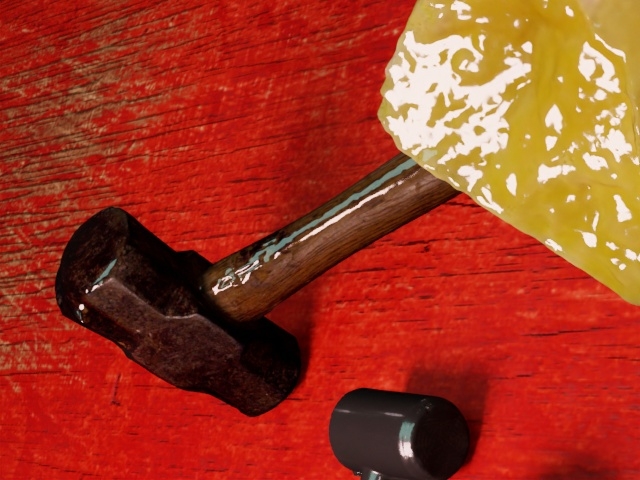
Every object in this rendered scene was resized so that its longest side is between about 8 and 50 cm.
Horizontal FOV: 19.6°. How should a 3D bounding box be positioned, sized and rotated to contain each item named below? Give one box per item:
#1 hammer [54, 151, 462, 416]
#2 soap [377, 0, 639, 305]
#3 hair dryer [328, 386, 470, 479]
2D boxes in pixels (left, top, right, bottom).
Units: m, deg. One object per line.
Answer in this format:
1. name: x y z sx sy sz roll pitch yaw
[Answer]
1. hammer: 0.000 0.000 1.567 0.408 0.242 0.095 -30 43 23
2. soap: 0.232 -0.184 1.305 0.306 0.115 0.427 34 108 20
3. hair dryer: 0.044 0.240 1.464 0.114 0.070 0.248 -2 73 55
